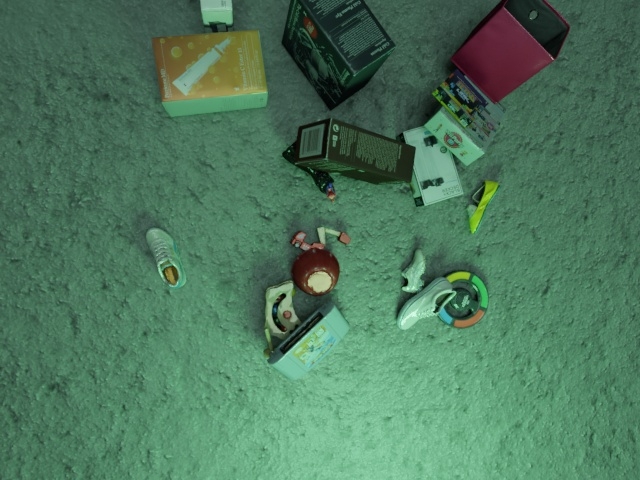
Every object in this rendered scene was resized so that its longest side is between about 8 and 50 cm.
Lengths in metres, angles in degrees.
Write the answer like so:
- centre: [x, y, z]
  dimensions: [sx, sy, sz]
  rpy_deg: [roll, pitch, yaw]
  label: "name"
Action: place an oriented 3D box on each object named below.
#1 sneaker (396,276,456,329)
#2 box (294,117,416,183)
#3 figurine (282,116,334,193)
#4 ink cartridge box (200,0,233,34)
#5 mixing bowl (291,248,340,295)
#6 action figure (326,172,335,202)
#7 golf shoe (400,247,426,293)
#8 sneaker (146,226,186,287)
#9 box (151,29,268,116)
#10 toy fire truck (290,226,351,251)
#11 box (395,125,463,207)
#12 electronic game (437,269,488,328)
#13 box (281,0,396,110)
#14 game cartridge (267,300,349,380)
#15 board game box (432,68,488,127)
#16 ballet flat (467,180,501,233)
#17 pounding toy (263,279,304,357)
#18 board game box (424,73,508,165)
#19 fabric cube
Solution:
- centre: [0.391, 0.246, 1.634]
  dimensions: [0.094, 0.091, 0.258]
  rpy_deg: [36, 101, -34]
  label: "sneaker"
- centre: [0.122, -0.291, 1.500]
  dimensions: [0.382, 0.191, 0.142]
  rpy_deg: [6, 90, -35]
  label: "box"
- centre: [0.005, -0.308, 1.592]
  dimensions: [0.209, 0.092, 0.215]
  rpy_deg: [46, 68, -11]
  label: "figurine"
- centre: [-0.346, -0.790, 1.469]
  dimensions: [0.100, 0.237, 0.171]
  rpy_deg: [-5, 90, -10]
  label: "ink cartridge box"
- centre: [-0.009, 0.128, 1.563]
  dimensions: [0.182, 0.098, 0.181]
  rpy_deg: [-3, 110, -9]
  label: "mixing bowl"
- centre: [0.032, -0.197, 1.635]
  dimensions: [0.038, 0.030, 0.115]
  rpy_deg: [-14, 85, -5]
  label: "action figure"
- centre: [0.351, 0.113, 1.671]
  dimensions: [0.086, 0.069, 0.176]
  rpy_deg: [6, 88, -4]
  label: "golf shoe"
- centre: [-0.529, 0.056, 1.506]
  dimensions: [0.088, 0.092, 0.228]
  rpy_deg: [-26, 93, -7]
  label: "sneaker"
- centre: [-0.368, -0.566, 1.499]
  dimensions: [0.346, 0.168, 0.214]
  rpy_deg: [-9, 91, -9]
  label: "box"
- centre: [0.000, 0.000, 1.619]
  dimensions: [0.192, 0.047, 0.135]
  rpy_deg: [30, 84, -7]
  label: "toy fire truck"
- centre: [0.414, -0.286, 1.672]
  dimensions: [0.169, 0.087, 0.289]
  rpy_deg: [-16, 93, -9]
  label: "box"
- centre: [0.547, 0.229, 1.711]
  dimensions: [0.230, 0.048, 0.228]
  rpy_deg: [0, 89, -10]
  label: "electronic game"
- centre: [0.045, -0.661, 1.482]
  dimensions: [0.179, 0.343, 0.312]
  rpy_deg: [-39, 95, -9]
  label: "box"
- centre: [-0.031, 0.361, 1.551]
  dimensions: [0.297, 0.062, 0.198]
  rpy_deg: [-43, 135, -8]
  label: "game cartridge"
- centre: [0.491, -0.496, 1.536]
  dimensions: [0.170, 0.048, 0.141]
  rpy_deg: [45, 59, -4]
  label: "board game box"
- centre: [0.622, -0.136, 1.721]
  dimensions: [0.077, 0.077, 0.230]
  rpy_deg: [28, 82, 13]
  label: "ballet flat"
- centre: [-0.120, 0.280, 1.543]
  dimensions: [0.155, 0.155, 0.269]
  rpy_deg: [1, 91, -7]
  label: "pounding toy"
- centre: [0.548, -0.458, 1.634]
  dimensions: [0.224, 0.097, 0.303]
  rpy_deg: [42, 57, -6]
  label: "board game box"
- centre: [0.688, -0.715, 1.597]
  dimensions: [0.254, 0.258, 0.259]
  rpy_deg: [40, 59, -7]
  label: "fabric cube"
